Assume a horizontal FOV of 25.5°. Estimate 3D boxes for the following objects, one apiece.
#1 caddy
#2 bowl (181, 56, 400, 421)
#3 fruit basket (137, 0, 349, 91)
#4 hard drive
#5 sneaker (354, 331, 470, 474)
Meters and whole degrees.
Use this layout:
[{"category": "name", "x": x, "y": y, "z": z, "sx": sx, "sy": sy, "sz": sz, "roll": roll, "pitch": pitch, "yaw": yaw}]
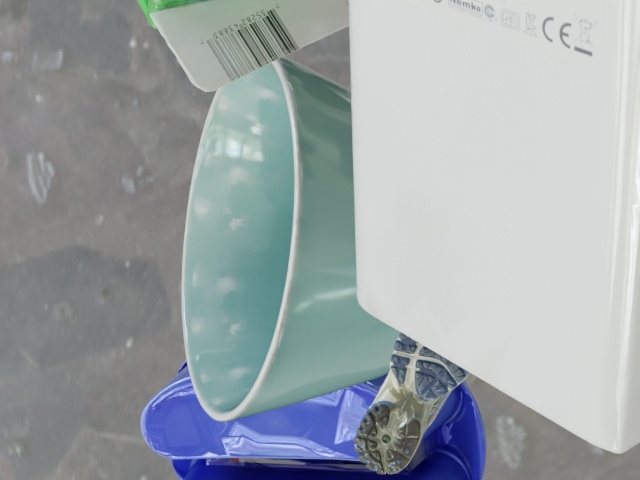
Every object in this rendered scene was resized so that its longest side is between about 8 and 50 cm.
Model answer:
[{"category": "caddy", "x": -0.011, "y": 0.208, "z": 1.392, "sx": 0.341, "sy": 0.179, "sz": 0.241, "roll": -2, "pitch": 103, "yaw": 20}, {"category": "bowl", "x": 0.000, "y": 0.000, "z": 1.192, "sx": 0.163, "sy": 0.311, "sz": 0.311, "roll": 5, "pitch": 71, "yaw": -21}, {"category": "fruit basket", "x": -0.009, "y": -0.305, "z": 0.995, "sx": 0.353, "sy": 0.165, "sz": 0.327, "roll": -27, "pitch": 81, "yaw": -20}, {"category": "hard drive", "x": 0.096, "y": -0.067, "z": 0.742, "sx": 0.040, "sy": 0.318, "sz": 0.210, "roll": -25, "pitch": 37, "yaw": -33}, {"category": "sneaker", "x": 0.067, "y": 0.086, "z": 0.924, "sx": 0.052, "sy": 0.058, "sz": 0.135, "roll": 35, "pitch": 107, "yaw": 7}]
